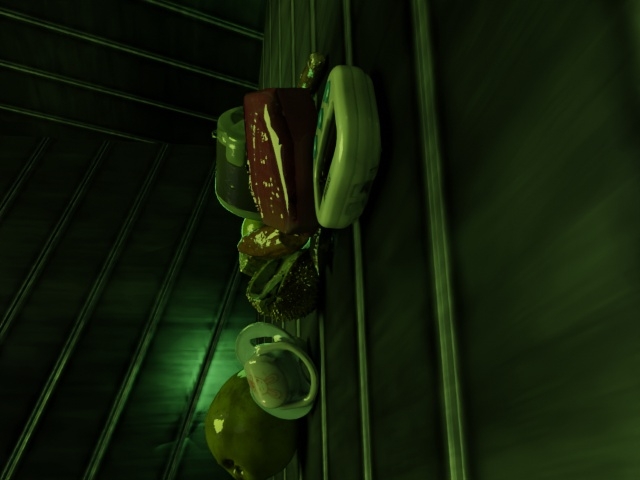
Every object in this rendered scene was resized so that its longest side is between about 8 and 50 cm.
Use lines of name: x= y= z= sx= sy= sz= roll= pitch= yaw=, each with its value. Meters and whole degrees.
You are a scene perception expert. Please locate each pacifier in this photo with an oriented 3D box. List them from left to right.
pacifier: x=-0.093 y=0.328 z=1.517 sx=0.287 sy=0.238 sz=0.226 roll=68 pitch=-154 yaw=-12

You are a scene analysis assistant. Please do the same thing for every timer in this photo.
timer: x=0.043 y=-0.162 z=1.011 sx=0.262 sy=0.087 sz=0.237 roll=105 pitch=163 yaw=-54

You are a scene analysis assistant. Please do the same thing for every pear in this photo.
pear: x=-0.190 y=0.525 z=1.693 sx=0.287 sy=0.287 sz=0.375 roll=109 pitch=-178 yaw=-58

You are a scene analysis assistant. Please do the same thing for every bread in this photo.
bread: x=-0.156 y=0.055 z=1.779 sx=0.102 sy=0.196 sz=0.138 roll=-51 pitch=29 yaw=28

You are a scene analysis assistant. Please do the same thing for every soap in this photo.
soap: x=-0.073 y=-0.168 z=1.233 sx=0.220 sy=0.127 sz=0.324 roll=18 pitch=117 yaw=60

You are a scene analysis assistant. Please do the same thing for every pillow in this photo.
pillow: x=-0.001 y=0.000 z=1.320 sx=0.090 sy=0.048 sz=0.150 roll=-133 pitch=44 yaw=-65

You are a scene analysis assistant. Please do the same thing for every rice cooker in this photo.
rice cooker: x=-0.138 y=-0.218 z=1.496 sx=0.288 sy=0.288 sz=0.277 roll=-105 pitch=21 yaw=-56

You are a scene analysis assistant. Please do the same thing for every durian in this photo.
durian: x=-0.067 y=0.112 z=1.450 sx=0.138 sy=0.237 sz=0.193 roll=51 pitch=163 yaw=-26

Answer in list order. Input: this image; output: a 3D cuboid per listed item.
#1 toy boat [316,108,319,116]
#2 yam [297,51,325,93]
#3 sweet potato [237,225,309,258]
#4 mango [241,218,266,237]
toy boat: x=0.013 y=-0.234 z=1.256 sx=0.084 sy=0.066 sz=0.210 roll=57 pitch=-177 yaw=-39
yam: x=-0.028 y=-0.435 z=1.496 sx=0.241 sy=0.057 sz=0.056 roll=159 pitch=111 yaw=-78
sweet potato: x=-0.132 y=-0.001 z=1.452 sx=0.252 sy=0.097 sz=0.097 roll=-8 pitch=79 yaw=44
mango: x=-0.132 y=-0.042 z=1.664 sx=0.143 sy=0.175 sz=0.293 roll=60 pitch=-167 yaw=-3
